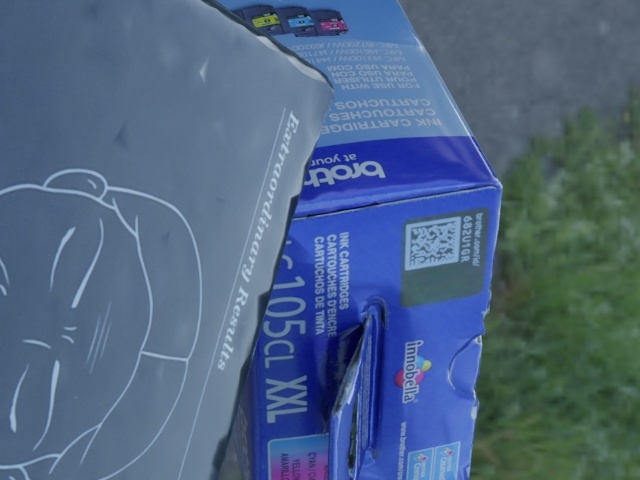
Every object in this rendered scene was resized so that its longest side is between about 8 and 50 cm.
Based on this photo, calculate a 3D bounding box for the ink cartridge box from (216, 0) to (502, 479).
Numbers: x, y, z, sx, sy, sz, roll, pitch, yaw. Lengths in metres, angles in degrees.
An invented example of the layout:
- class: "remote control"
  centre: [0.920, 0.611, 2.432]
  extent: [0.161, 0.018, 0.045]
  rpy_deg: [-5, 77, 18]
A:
- class: "ink cartridge box"
  centre: [0.000, 0.000, 0.876]
  extent: [0.395, 0.151, 0.270]
  rpy_deg: [-112, -162, -49]

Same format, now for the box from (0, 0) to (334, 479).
- class: "box"
  centre: [-0.203, 0.007, 0.500]
  extent: [0.395, 0.212, 0.293]
  rpy_deg: [24, 81, -61]
